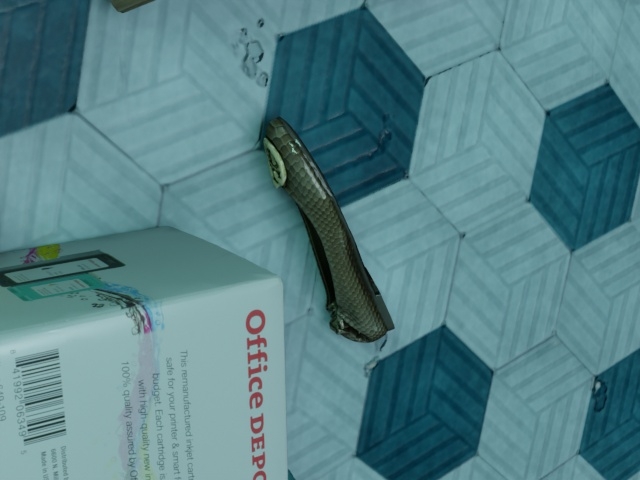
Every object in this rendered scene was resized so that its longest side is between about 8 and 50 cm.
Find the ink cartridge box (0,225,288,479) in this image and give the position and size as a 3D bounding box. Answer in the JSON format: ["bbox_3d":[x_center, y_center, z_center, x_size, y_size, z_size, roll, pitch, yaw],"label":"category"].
[{"bbox_3d":[-0.185,0.119,0.761,0.270,0.197,0.198,-10,108,-32],"label":"ink cartridge box"}]

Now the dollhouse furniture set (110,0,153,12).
[{"bbox_3d":[-0.192,-0.188,0.593,0.256,0.362,0.394,55,41,-30],"label":"dollhouse furniture set"}]

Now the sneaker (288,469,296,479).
[{"bbox_3d":[-0.079,0.329,0.944,0.107,0.110,0.275,7,99,-36],"label":"sneaker"}]

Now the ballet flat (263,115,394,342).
[{"bbox_3d":[0.000,0.000,0.940,0.058,0.084,0.250,-26,122,0],"label":"ballet flat"}]
